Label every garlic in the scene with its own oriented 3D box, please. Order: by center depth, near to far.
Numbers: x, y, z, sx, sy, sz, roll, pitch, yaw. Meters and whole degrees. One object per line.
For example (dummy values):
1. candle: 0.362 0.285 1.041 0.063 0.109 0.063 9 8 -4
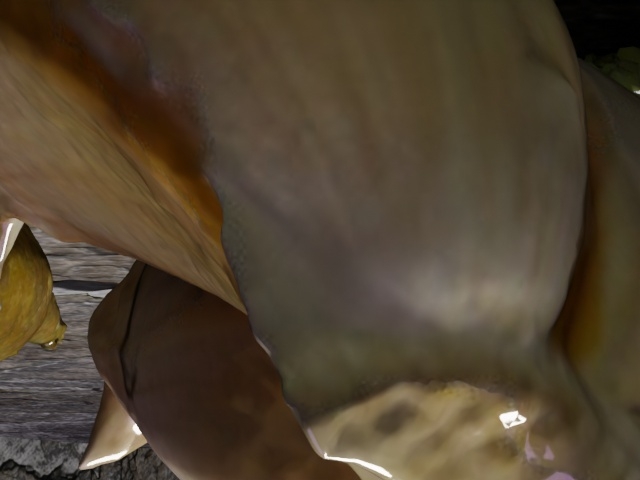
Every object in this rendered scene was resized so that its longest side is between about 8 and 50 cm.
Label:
1. garlic: 0.000 0.000 0.560 0.286 0.249 0.313 14 -176 -26

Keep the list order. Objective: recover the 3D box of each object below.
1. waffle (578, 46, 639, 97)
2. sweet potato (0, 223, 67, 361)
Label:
1. waffle: 0.171 -0.043 0.787 0.317 0.073 0.297 3 167 -20
2. sweet potato: -0.252 0.008 0.886 0.158 0.157 0.370 -4 175 20
